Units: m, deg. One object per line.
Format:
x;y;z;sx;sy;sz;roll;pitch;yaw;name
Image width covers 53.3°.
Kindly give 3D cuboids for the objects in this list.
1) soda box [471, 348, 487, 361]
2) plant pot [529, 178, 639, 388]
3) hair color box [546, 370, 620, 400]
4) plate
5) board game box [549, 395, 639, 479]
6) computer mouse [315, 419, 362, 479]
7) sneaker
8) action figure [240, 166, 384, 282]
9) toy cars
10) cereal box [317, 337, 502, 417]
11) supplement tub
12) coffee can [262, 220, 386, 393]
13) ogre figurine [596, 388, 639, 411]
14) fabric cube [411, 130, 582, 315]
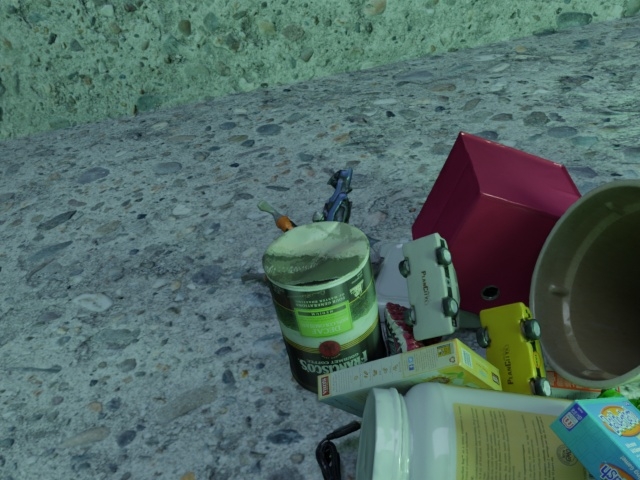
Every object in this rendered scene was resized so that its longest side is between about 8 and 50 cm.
0.314;0.273;1.128;0.058;0.063;0.183;-11;33;1;soda box
0.576;0.103;1.046;0.305;0.334;0.334;16;29;-18;plant pot
0.433;0.266;1.095;0.141;0.072;0.043;3;35;19;hair color box
0.238;0.083;1.445;0.277;0.045;0.277;2;36;19;plate
0.365;0.264;0.683;0.160;0.047;0.210;12;31;-45;board game box
0.121;0.365;1.064;0.261;0.060;0.184;-25;36;-3;computer mouse
0.168;0.220;1.211;0.120;0.112;0.299;21;23;-13;sneaker
0.000;0.000;1.502;0.330;0.178;0.342;16;82;25;action figure
0.270;0.146;1.114;0.087;0.177;0.394;15;23;-46;toy cars
0.139;0.225;0.994;0.240;0.173;0.048;-20;55;27;cereal box
0.222;0.322;0.864;0.330;0.241;0.241;7;35;0;supplement tub
0.013;0.131;1.235;0.201;0.276;0.202;-8;34;6;coffee can
0.478;0.296;0.969;0.197;0.097;0.118;3;48;47;ogre figurine
0.358;-0.023;1.296;0.253;0.258;0.259;17;34;-9;fabric cube
